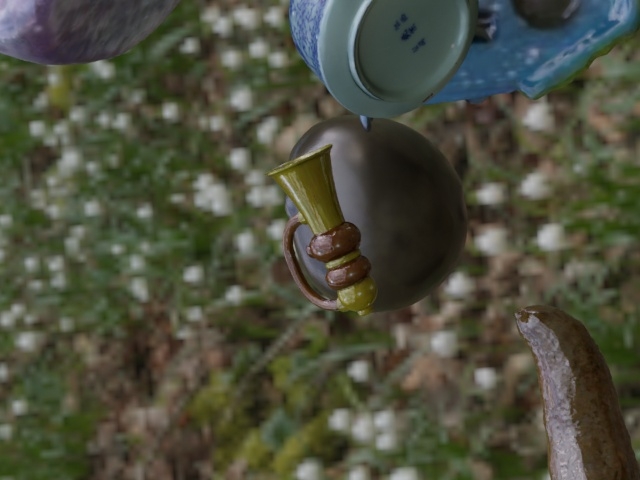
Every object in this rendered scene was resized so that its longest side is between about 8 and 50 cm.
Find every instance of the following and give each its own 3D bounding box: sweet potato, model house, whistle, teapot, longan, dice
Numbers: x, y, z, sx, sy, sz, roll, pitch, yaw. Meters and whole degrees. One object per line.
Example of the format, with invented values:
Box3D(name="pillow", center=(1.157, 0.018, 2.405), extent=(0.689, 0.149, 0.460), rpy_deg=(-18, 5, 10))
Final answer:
Box3D(name="sweet potato", center=(0.278, 0.231, 1.939), extent=(0.114, 0.092, 0.341), rpy_deg=(13, -120, -46))
Box3D(name="model house", center=(0.173, -0.236, 1.796), extent=(0.237, 0.303, 0.215), rpy_deg=(-82, -16, -82))
Box3D(name="whistle", center=(-0.002, 0.000, 1.171), extent=(0.046, 0.057, 0.109), rpy_deg=(-44, -64, -74))
Box3D(name="teapot", center=(0.035, -0.197, 1.562), extent=(0.232, 0.159, 0.159), rpy_deg=(47, -149, -43))
Box3D(name="longan", center=(0.059, -0.032, 1.986), extent=(0.196, 0.197, 0.220), rpy_deg=(70, 176, -74))
Box3D(name="dice", center=(-0.301, -0.375, 2.105), extent=(0.270, 0.271, 0.270), rpy_deg=(-19, -37, -54))
